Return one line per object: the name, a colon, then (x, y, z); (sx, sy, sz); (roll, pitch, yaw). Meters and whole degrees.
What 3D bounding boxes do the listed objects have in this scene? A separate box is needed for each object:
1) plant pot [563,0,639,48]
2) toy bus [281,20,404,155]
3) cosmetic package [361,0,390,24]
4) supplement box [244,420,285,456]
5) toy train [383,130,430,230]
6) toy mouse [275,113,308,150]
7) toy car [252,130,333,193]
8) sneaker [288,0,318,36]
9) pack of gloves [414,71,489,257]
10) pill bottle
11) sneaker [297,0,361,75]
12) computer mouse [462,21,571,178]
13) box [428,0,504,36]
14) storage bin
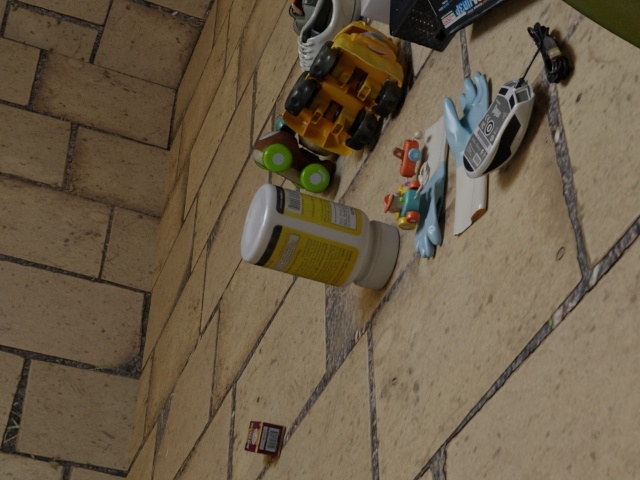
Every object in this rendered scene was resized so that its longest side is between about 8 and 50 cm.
plant pot: (0.250, -0.310, 0.995); (0.275, 0.293, 0.275); (-164, 90, -74)
toy bus: (0.059, -0.282, 1.939); (0.220, 0.149, 0.211); (-49, 13, 52)
cosmetic package: (0.141, -0.479, 1.949); (0.239, 0.060, 0.099); (124, 154, -47)
supplement box: (-0.096, 0.338, 2.013); (0.083, 0.043, 0.055); (156, 126, -70)
toy train: (0.115, -0.083, 1.636); (0.166, 0.046, 0.125); (-92, 12, -73)
toy mouse: (-0.040, -0.236, 2.201); (0.161, 0.143, 0.031); (-53, 58, 31)
toy car: (-0.021, -0.192, 2.115); (0.188, 0.149, 0.155); (-62, 11, 0)
sneaker: (-0.017, -0.468, 2.392); (0.271, 0.108, 0.100); (-172, 95, -75)
pack of gloves: (0.159, -0.102, 1.563); (0.195, 0.046, 0.232); (132, 150, -56)
pill bottle: (0.000, 0.000, 1.706); (0.119, 0.208, 0.119); (-164, 90, -74)
sneaker: (-0.006, -0.362, 2.239); (0.094, 0.091, 0.258); (32, 108, 48)
computer mouse: (0.230, -0.154, 1.384); (0.193, 0.042, 0.106); (-61, 25, 24)
box: (0.187, -0.379, 1.534); (0.175, 0.051, 0.220); (62, 161, -3)
storage bin: (0.165, -0.385, 1.740); (0.122, 0.084, 0.180); (126, 153, -52)
